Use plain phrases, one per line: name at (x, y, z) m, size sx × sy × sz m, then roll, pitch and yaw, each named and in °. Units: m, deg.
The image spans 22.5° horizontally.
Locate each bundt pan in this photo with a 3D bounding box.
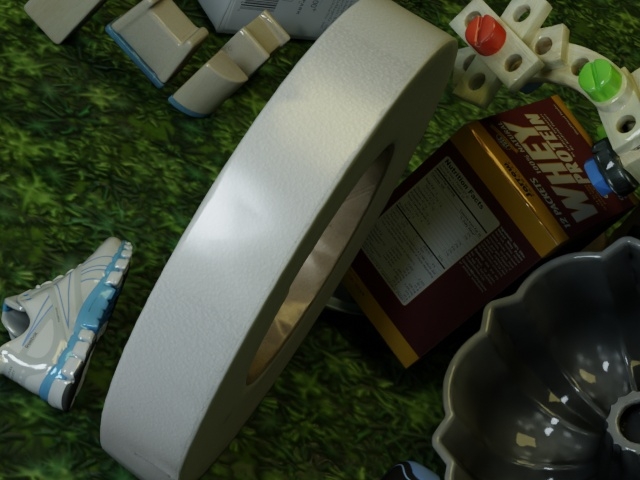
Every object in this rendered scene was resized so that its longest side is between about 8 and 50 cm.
bundt pan at (0.264, 0.168, 1.282) m, size 0.330 × 0.124 × 0.331 m, roll -9°, pitch 58°, yaw 15°

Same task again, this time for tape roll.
tape roll at (-0.027, 0.003, 1.180) m, size 0.072 × 0.392 × 0.392 m, roll 32°, pitch 35°, yaw 6°

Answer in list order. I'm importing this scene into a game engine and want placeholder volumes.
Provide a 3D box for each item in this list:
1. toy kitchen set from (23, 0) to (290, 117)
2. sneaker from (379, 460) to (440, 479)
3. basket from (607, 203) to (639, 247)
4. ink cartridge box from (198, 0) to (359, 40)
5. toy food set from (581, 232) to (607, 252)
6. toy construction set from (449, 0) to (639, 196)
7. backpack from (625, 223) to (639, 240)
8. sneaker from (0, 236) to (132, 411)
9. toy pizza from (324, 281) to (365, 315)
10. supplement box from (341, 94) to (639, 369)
toy kitchen set at (-0.163, -0.224, 1.650) m, size 0.207 × 0.122 × 0.166 m, roll 48°, pitch 34°, yaw -6°
sneaker at (0.017, 0.227, 1.186) m, size 0.090 × 0.081 × 0.232 m, roll 35°, pitch 36°, yaw 0°
basket at (0.423, -0.032, 1.666) m, size 0.154 × 0.227 × 0.204 m, roll 11°, pitch 37°, yaw -23°
ink cartridge box at (-0.044, -0.373, 1.878) m, size 0.272 × 0.130 × 0.309 m, roll 0°, pitch 43°, yaw -36°
toy food set at (0.204, -0.011, 1.610) m, size 0.232 × 0.111 × 0.104 m, roll 24°, pitch 2°, yaw 12°
toy construction set at (0.262, -0.105, 1.349) m, size 0.327 × 0.151 × 0.215 m, roll 20°, pitch 42°, yaw -37°
backpack at (0.393, 0.089, 1.465) m, size 0.263 × 0.276 × 0.213 m, roll 28°, pitch 17°, yaw 40°
sneaker at (-0.206, 0.050, 1.278) m, size 0.083 × 0.071 × 0.191 m, roll 20°, pitch 35°, yaw -1°
toy pizza at (0.000, 0.000, 1.505) m, size 0.201 × 0.032 × 0.201 m, roll 22°, pitch 36°, yaw -17°
supplement box at (0.146, -0.011, 1.440) m, size 0.129 × 0.194 × 0.191 m, roll 54°, pitch 33°, yaw 10°
